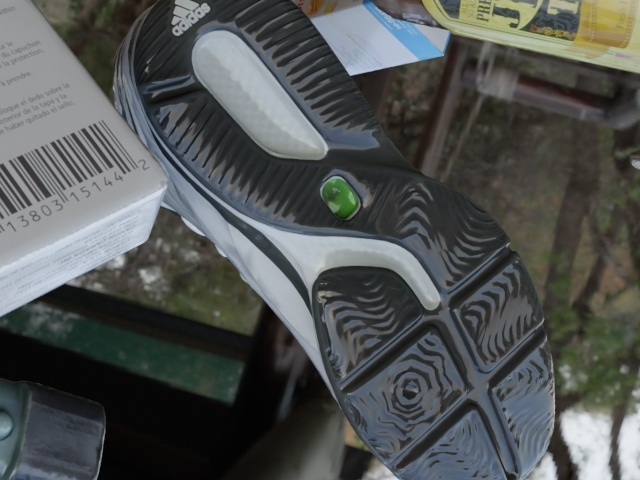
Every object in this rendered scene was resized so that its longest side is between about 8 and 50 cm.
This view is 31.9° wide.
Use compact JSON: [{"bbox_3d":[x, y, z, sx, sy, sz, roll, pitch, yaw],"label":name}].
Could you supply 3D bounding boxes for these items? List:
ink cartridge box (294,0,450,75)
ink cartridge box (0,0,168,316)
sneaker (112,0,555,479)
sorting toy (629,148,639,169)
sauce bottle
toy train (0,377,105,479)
[{"bbox_3d":[0.045,-0.219,1.034,0.143,0.092,0.090,-5,149,43],"label":"ink cartridge box"},{"bbox_3d":[-0.265,-0.052,0.523,0.296,0.066,0.261,-29,-106,-32],"label":"ink cartridge box"},{"bbox_3d":[0.001,-0.001,0.874,0.447,0.169,0.257,55,168,-17],"label":"sneaker"},{"bbox_3d":[0.471,-0.130,1.082,0.307,0.041,0.229,-22,-179,3],"label":"sorting toy"},{"bbox_3d":[0.109,-0.181,0.718,0.344,0.111,0.111,12,-177,11],"label":"sauce bottle"},{"bbox_3d":[-0.358,0.168,1.013,0.190,0.142,0.334,-19,145,41],"label":"toy train"}]
